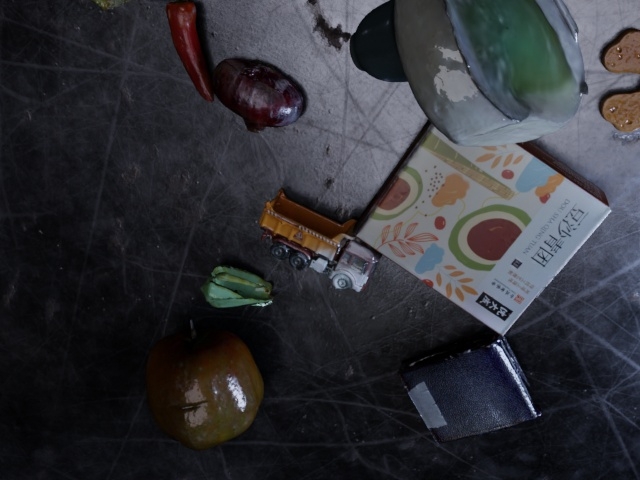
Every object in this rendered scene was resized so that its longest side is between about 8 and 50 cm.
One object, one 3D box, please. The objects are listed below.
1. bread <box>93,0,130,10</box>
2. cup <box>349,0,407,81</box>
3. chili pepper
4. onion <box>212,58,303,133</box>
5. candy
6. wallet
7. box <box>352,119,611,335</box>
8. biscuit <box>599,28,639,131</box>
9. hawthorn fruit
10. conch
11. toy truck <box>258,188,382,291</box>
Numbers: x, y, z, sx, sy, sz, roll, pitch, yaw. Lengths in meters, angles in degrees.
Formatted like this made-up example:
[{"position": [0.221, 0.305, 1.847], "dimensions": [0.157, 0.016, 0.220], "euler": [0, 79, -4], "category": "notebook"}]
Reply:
[{"position": [-0.373, -0.565, 1.601], "dimensions": [0.111, 0.234, 0.184], "euler": [36, 114, -4], "category": "bread"}, {"position": [0.138, -0.382, 1.586], "dimensions": [0.150, 0.199, 0.199], "euler": [-6, 108, 36], "category": "cup"}, {"position": [-0.278, -0.421, 1.716], "dimensions": [0.063, 0.071, 0.272], "euler": [-18, 108, -16], "category": "chili pepper"}, {"position": [-0.141, -0.295, 1.711], "dimensions": [0.206, 0.098, 0.151], "euler": [18, 110, 6], "category": "onion"}, {"position": [0.289, -0.371, 1.480], "dimensions": [0.186, 0.386, 0.426], "euler": [-13, 99, 56], "category": "candy"}, {"position": [0.334, 0.335, 1.840], "dimensions": [0.262, 0.071, 0.220], "euler": [-24, 106, 23], "category": "wallet"}, {"position": [0.321, -0.056, 1.670], "dimensions": [0.385, 0.122, 0.344], "euler": [34, 112, 0], "category": "box"}, {"position": [0.699, -0.308, 1.535], "dimensions": [0.334, 0.047, 0.201], "euler": [-3, 109, 16], "category": "biscuit"}, {"position": [-0.276, 0.315, 1.869], "dimensions": [0.268, 0.268, 0.300], "euler": [-14, 96, 17], "category": "hawthorn fruit"}, {"position": [-0.191, 0.104, 1.878], "dimensions": [0.170, 0.079, 0.105], "euler": [2, 116, -4], "category": "conch"}, {"position": [0.000, 0.000, 1.775], "dimensions": [0.271, 0.114, 0.135], "euler": [26, 117, 6], "category": "toy truck"}]
